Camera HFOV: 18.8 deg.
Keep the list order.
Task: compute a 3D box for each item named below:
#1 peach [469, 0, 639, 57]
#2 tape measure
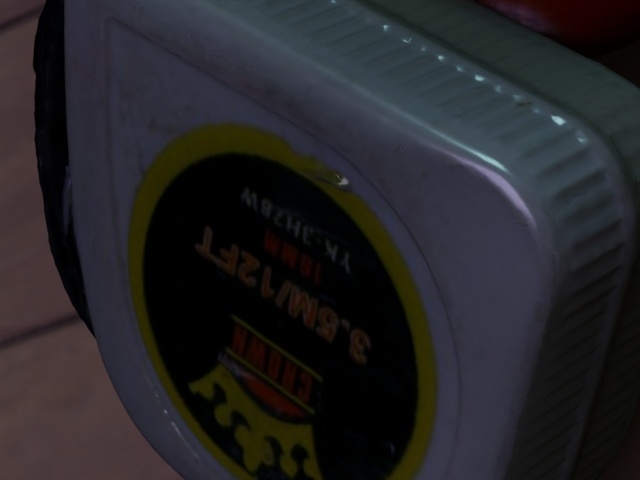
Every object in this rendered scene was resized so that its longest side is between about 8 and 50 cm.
[{"bbox_3d":[0.080,-0.181,0.648,0.190,0.196,0.226,-29,85,0],"label":"peach"},{"bbox_3d":[0.000,0.000,0.652,0.235,0.115,0.207,32,131,30],"label":"tape measure"}]
